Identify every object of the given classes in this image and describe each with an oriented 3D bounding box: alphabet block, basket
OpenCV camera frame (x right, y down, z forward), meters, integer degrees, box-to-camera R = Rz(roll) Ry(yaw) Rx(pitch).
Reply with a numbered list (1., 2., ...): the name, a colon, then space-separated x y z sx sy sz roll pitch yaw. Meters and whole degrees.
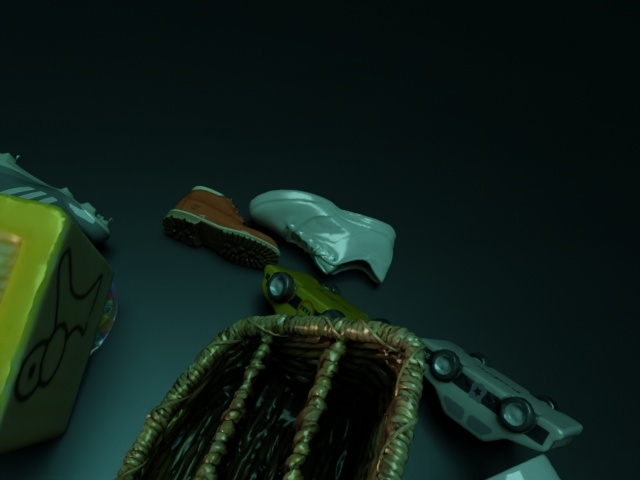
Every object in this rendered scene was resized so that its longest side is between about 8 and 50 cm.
1. alphabet block: -0.312 0.066 0.446 0.193 0.197 0.193 12 71 -8
2. basket: -0.064 0.203 0.431 0.213 0.223 0.299 22 54 5

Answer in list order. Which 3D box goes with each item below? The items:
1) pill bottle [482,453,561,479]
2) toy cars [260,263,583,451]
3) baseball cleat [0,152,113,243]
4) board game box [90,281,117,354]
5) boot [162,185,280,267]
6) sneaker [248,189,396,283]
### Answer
1. pill bottle: 0.226 0.349 0.470 0.152 0.152 0.272 -10 58 -24
2. toy cars: 0.095 0.148 0.606 0.393 0.087 0.176 25 7 2
3. baseball cleat: -0.357 -0.032 0.629 0.205 0.072 0.110 29 65 10
4. board game box: -0.316 0.066 0.581 0.168 0.033 0.133 4 54 -16
5. boot: -0.118 -0.022 0.696 0.157 0.059 0.085 24 46 1
6. sneaker: 0.000 0.000 0.710 0.212 0.080 0.094 16 63 -8
